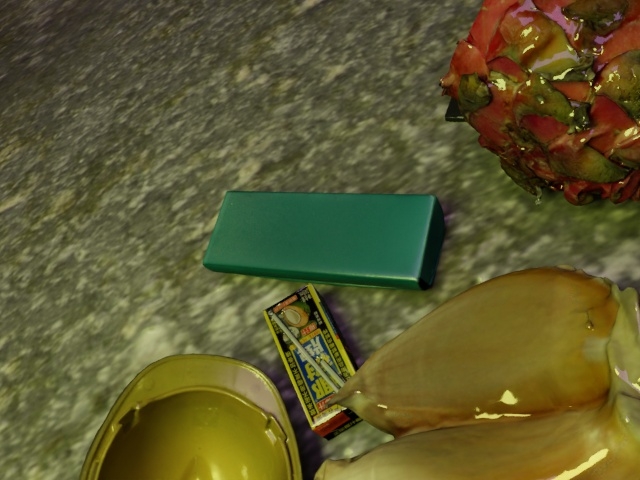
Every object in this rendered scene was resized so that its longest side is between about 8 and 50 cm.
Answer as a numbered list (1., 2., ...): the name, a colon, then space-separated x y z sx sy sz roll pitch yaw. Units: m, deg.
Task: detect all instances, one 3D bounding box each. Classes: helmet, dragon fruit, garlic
1. helmet: -0.128 0.259 0.626 0.205 0.140 0.256 7 43 -8
2. dragon fruit: 0.298 -0.172 0.661 0.291 0.250 0.269 32 81 14
3. garlic: 0.149 0.165 0.517 0.313 0.250 0.285 -31 63 29

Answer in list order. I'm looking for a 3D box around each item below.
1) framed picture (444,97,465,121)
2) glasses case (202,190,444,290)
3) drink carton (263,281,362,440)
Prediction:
1. framed picture: 0.334 -0.287 0.877 0.244 0.013 0.323 9 62 31
2. glasses case: 0.000 0.002 0.800 0.301 0.070 0.117 5 65 26
3. drink carton: -0.002 0.134 0.710 0.071 0.056 0.165 -33 49 5
